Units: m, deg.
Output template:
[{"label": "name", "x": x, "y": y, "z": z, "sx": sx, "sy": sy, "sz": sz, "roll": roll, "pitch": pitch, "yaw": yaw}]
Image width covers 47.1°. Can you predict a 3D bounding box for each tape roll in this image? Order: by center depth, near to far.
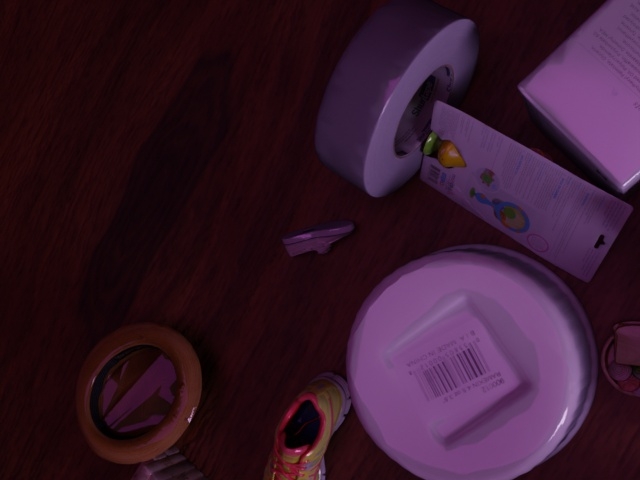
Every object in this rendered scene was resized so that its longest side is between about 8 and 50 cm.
[{"label": "tape roll", "x": 0.088, "y": -0.160, "z": 0.827, "sx": 0.072, "sy": 0.219, "sz": 0.219, "roll": 33, "pitch": 99, "yaw": 20}]

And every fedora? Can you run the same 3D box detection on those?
[{"label": "fedora", "x": -0.239, "y": 0.208, "z": 1.005, "sx": 0.194, "sy": 0.079, "sz": 0.194, "roll": -4, "pitch": 74, "yaw": 15}]

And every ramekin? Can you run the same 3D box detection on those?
[{"label": "ramekin", "x": 0.162, "y": 0.138, "z": 0.822, "sx": 0.277, "sy": 0.135, "sz": 0.277, "roll": -2, "pitch": 85, "yaw": 22}]

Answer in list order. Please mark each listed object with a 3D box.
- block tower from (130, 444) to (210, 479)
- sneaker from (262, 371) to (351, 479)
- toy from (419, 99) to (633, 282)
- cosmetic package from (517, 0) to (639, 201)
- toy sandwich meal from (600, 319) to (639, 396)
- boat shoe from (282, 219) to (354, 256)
[{"label": "block tower", "x": -0.123, "y": 0.414, "z": 0.942, "sx": 0.335, "sy": 0.091, "sz": 0.097, "roll": 35, "pitch": 100, "yaw": 21}, {"label": "sneaker", "x": -0.033, "y": 0.265, "z": 0.914, "sx": 0.081, "sy": 0.094, "sz": 0.209, "roll": 19, "pitch": 95, "yaw": 20}, {"label": "toy", "x": 0.228, "y": -0.067, "z": 0.834, "sx": 0.237, "sy": 0.137, "sz": 0.056, "roll": 32, "pitch": 59, "yaw": 19}, {"label": "cosmetic package", "x": 0.330, "y": -0.156, "z": 0.766, "sx": 0.183, "sy": 0.151, "sz": 0.151, "roll": -43, "pitch": 72, "yaw": 13}, {"label": "toy sandwich meal", "x": 0.348, "y": 0.130, "z": 0.804, "sx": 0.085, "sy": 0.029, "sz": 0.086, "roll": -2, "pitch": 86, "yaw": 22}, {"label": "boat shoe", "x": 0.000, "y": 0.000, "z": 0.955, "sx": 0.100, "sy": 0.035, "sz": 0.035, "roll": -14, "pitch": 108, "yaw": 17}]
